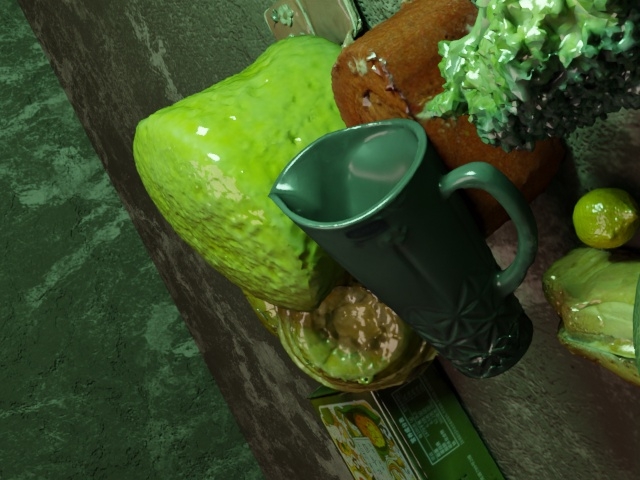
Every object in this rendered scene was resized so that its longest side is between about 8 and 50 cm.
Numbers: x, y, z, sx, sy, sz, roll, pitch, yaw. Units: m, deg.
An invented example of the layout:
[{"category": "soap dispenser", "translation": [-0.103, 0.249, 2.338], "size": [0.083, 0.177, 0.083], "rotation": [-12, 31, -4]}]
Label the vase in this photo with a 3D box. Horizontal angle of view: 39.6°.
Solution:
[{"category": "vase", "translation": [0.119, 0.017, 0.927], "size": [0.251, 0.156, 0.301], "rotation": [-15, 128, 39]}]

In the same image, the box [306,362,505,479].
[{"category": "box", "translation": [0.175, 0.418, 1.635], "size": [0.420, 0.138, 0.373], "rotation": [61, 158, 2]}]

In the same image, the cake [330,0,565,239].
[{"category": "cake", "translation": [0.137, -0.137, 1.016], "size": [0.283, 0.151, 0.177], "rotation": [53, 167, -6]}]

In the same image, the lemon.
[{"category": "lemon", "translation": [0.298, -0.023, 0.922], "size": [0.065, 0.065, 0.092], "rotation": [61, 163, -2]}]

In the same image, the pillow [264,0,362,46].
[{"category": "pillow", "translation": [-0.013, -0.317, 1.268], "size": [0.126, 0.043, 0.232], "rotation": [62, 157, -4]}]

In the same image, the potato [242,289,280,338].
[{"category": "potato", "translation": [-0.099, 0.063, 1.790], "size": [0.300, 0.140, 0.173], "rotation": [63, 167, 8]}]

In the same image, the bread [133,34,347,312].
[{"category": "bread", "translation": [-0.063, -0.101, 1.246], "size": [0.348, 0.308, 0.348], "rotation": [33, 155, 18]}]

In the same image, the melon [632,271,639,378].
[{"category": "melon", "translation": [0.368, 0.091, 0.682], "size": [0.237, 0.237, 0.302], "rotation": [18, 131, 59]}]

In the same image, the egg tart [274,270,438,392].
[{"category": "egg tart", "translation": [0.060, 0.123, 1.369], "size": [0.115, 0.290, 0.290], "rotation": [-59, -51, -65]}]

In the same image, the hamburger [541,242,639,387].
[{"category": "hamburger", "translation": [0.327, 0.090, 0.915], "size": [0.262, 0.131, 0.124], "rotation": [18, 134, 66]}]

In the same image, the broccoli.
[{"category": "broccoli", "translation": [0.168, -0.271, 0.688], "size": [0.353, 0.275, 0.397], "rotation": [-11, 102, 37]}]
